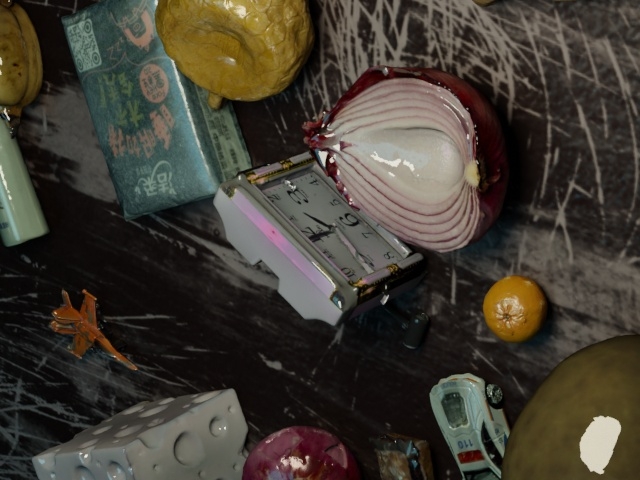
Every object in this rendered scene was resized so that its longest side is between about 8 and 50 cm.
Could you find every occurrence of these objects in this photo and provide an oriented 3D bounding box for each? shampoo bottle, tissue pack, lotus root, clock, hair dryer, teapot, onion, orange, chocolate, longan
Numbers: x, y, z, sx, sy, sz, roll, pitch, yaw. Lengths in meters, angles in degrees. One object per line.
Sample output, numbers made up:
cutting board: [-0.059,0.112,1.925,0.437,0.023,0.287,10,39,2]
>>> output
shampoo bottle: [-0.538,-0.170,2.354,0.134,0.078,0.360,1,110,72]
tissue pack: [-0.238,-0.200,2.060,0.228,0.103,0.316,-11,99,46]
lotus root: [-0.491,-0.269,2.243,0.118,0.125,0.221,3,102,39]
clock: [0.000,0.000,1.868,0.253,0.186,0.083,45,129,20]
hair dryer: [0.108,0.102,1.929,0.083,0.026,0.047,40,128,33]
teapot: [-0.099,-0.290,1.872,0.203,0.167,0.311,24,146,6]
onion: [-0.024,0.349,2.063,0.177,0.153,0.177,4,98,27]
onion: [0.109,-0.118,1.765,0.283,0.120,0.227,19,121,32]
orange: [0.237,0.084,1.769,0.083,0.070,0.083,13,113,34]
chocolate: [0.145,0.416,1.998,0.102,0.065,0.329,4,109,56]
longan: [0.347,0.265,1.588,0.319,0.319,0.319,18,118,36]

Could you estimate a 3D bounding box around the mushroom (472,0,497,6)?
mushroom: [0.241,-0.297,1.600,0.209,0.094,0.072,5,114,45]

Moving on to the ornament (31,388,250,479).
ornament: [-0.249,0.387,2.212,0.239,0.239,0.239,-15,97,44]

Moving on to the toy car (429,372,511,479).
toy car: [0.210,0.269,1.881,0.095,0.056,0.205,-18,94,43]

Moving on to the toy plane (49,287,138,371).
toy plane: [-0.360,0.155,2.354,0.188,0.062,0.135,28,125,14]
